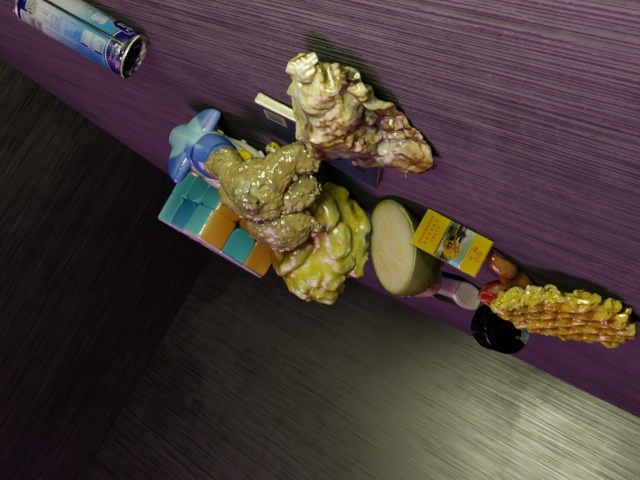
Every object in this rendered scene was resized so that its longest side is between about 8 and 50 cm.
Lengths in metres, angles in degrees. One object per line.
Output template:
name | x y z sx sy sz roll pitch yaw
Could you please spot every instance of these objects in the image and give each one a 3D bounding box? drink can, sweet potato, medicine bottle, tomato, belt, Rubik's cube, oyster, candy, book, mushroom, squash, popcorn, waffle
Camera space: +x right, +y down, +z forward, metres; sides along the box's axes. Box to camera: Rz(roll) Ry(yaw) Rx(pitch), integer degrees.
drink can | -0.463 -0.413 1.204 0.235 0.097 0.097 28 173 -1
sweet potato | 0.435 0.084 1.409 0.058 0.055 0.202 -29 132 31
medicine bottle | 0.404 0.157 1.979 0.115 0.078 0.219 31 173 -26
tomato | 0.473 0.135 1.550 0.156 0.069 0.155 22 165 7
belt | 0.555 0.267 1.904 0.199 0.151 0.078 22 173 -28
Rubik's cube | -0.280 -0.099 1.971 0.291 0.291 0.291 23 170 48
oyster | 0.039 -0.167 0.958 0.201 0.107 0.355 19 168 40
candy | -0.097 -0.211 1.524 0.123 0.035 0.035 21 -131 -68
book | 0.002 -0.194 1.239 0.269 0.025 0.191 28 174 8
mushroom | 0.263 0.070 1.659 0.166 0.127 0.166 31 -143 -27
squash | 0.171 0.022 1.477 0.189 0.189 0.260 25 177 31
popcorn | 0.000 -0.009 1.577 0.275 0.335 0.279 13 -161 21
waffle | 0.526 0.164 1.366 0.312 0.060 0.307 7 159 30

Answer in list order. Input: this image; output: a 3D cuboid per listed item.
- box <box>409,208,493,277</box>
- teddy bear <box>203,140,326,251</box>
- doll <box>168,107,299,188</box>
box | 0.278 0.006 1.321 0.155 0.086 0.023 28 174 5
teddy bear | -0.103 -0.081 1.344 0.267 0.156 0.256 -3 146 25
doll | -0.252 -0.217 1.575 0.377 0.186 0.365 3 177 11
